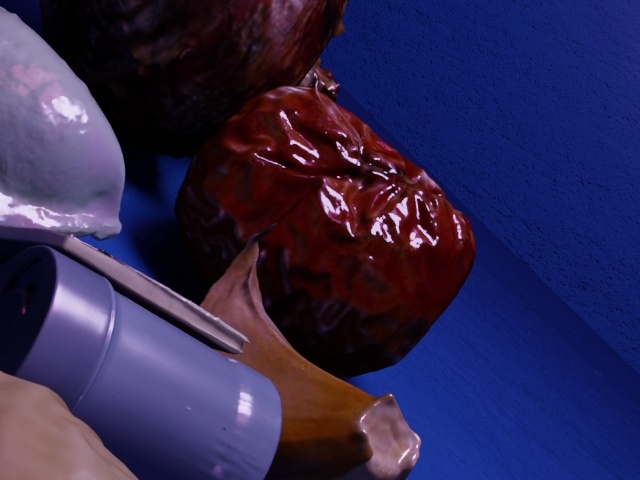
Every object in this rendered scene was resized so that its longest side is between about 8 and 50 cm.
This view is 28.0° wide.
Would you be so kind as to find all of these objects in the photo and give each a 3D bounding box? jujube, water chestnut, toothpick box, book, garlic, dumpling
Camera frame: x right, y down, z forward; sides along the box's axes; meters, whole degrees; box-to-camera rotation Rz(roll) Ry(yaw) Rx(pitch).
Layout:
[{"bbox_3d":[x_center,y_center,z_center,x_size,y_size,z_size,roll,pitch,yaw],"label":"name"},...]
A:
[{"bbox_3d":[0.000,0.000,1.044,0.232,0.213,0.213,38,13,3],"label":"jujube"},{"bbox_3d":[-0.090,-0.215,1.181,0.302,0.350,0.350,48,9,-32],"label":"water chestnut"},{"bbox_3d":[-0.109,0.082,0.674,0.153,0.101,0.101,36,15,-32],"label":"toothpick box"},{"bbox_3d":[-0.136,0.026,0.758,0.127,0.014,0.181,34,-17,-30],"label":"book"},{"bbox_3d":[-0.036,0.105,0.800,0.115,0.128,0.207,-18,45,-23],"label":"garlic"},{"bbox_3d":[-0.226,-0.070,0.857,0.217,0.149,0.105,49,-25,-1],"label":"dumpling"}]

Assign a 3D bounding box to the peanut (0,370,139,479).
[{"bbox_3d":[-0.095,0.154,0.409,0.147,0.147,0.319,32,14,-37],"label":"peanut"}]
